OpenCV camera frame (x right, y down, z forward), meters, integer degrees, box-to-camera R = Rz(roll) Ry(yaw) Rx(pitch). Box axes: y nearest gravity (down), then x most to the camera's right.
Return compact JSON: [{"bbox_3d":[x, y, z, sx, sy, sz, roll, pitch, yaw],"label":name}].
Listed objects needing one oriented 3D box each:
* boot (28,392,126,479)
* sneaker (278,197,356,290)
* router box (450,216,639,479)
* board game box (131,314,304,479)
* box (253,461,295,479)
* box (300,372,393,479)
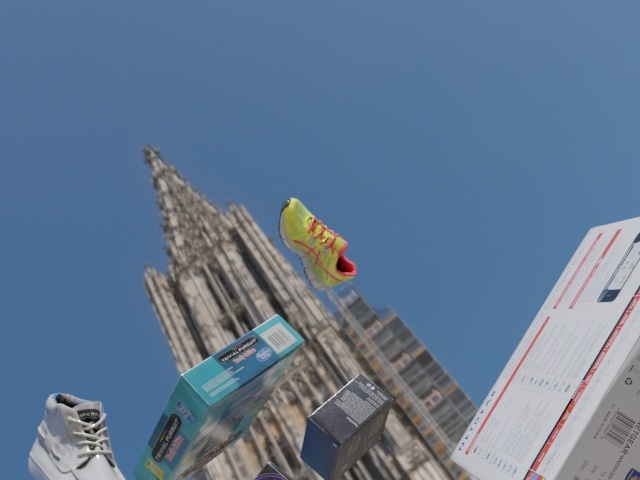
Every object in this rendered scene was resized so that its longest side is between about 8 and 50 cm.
[{"bbox_3d":[-0.322,0.281,1.182,0.095,0.258,0.123,11,-92,-40],"label":"boot"},{"bbox_3d":[0.000,0.000,1.549,0.094,0.081,0.208,-9,-47,29],"label":"sneaker"},{"bbox_3d":[0.287,0.129,0.904,0.082,0.301,0.335,33,-96,-2],"label":"router box"},{"bbox_3d":[-0.195,0.313,1.633,0.254,0.079,0.336,-29,-23,-46],"label":"board game box"},{"bbox_3d":[-0.055,0.434,1.198,0.165,0.143,0.270,-50,-17,-19],"label":"box"},{"bbox_3d":[0.050,0.375,1.744,0.158,0.093,0.156,-35,-30,-35],"label":"box"}]
